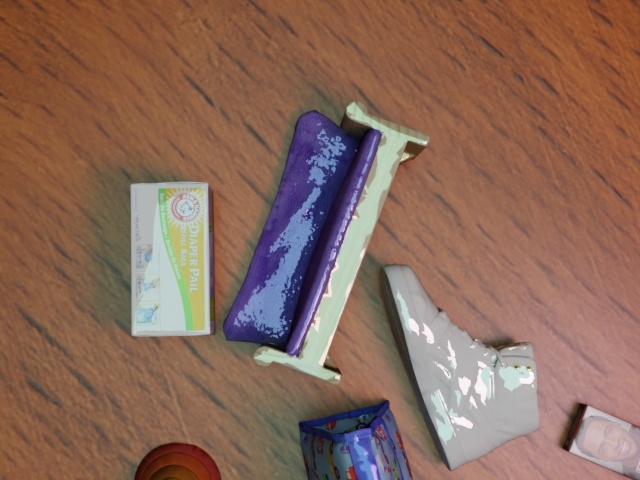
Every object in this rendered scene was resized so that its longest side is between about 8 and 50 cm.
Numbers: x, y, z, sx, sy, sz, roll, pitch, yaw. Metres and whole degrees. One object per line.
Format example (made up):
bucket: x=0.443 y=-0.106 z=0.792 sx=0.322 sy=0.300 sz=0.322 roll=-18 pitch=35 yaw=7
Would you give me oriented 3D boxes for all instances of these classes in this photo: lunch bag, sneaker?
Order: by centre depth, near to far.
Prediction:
lunch bag: x=0.060 y=0.333 z=1.433 sx=0.138 sy=0.293 sz=0.220 roll=-15 pitch=87 yaw=-2
sneaker: x=0.196 y=0.145 z=1.547 sx=0.169 sy=0.108 sz=0.292 roll=-22 pitch=97 yaw=-4

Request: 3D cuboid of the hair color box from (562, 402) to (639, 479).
hair color box: x=0.413 y=0.283 z=1.567 sx=0.141 sy=0.043 sz=0.072 roll=22 pitch=86 yaw=1

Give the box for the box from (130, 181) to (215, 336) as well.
box: x=-0.196 y=0.026 z=1.536 sx=0.103 sy=0.114 sz=0.203 roll=-1 pitch=86 yaw=-1

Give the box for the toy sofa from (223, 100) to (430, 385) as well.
toy sofa: x=0.000 y=0.000 z=1.523 sx=0.177 sy=0.150 sz=0.362 roll=21 pitch=87 yaw=-1

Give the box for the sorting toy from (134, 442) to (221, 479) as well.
sorting toy: x=-0.204 y=0.457 z=1.506 sx=0.127 sy=0.126 sz=0.365 roll=5 pitch=86 yaw=-1
